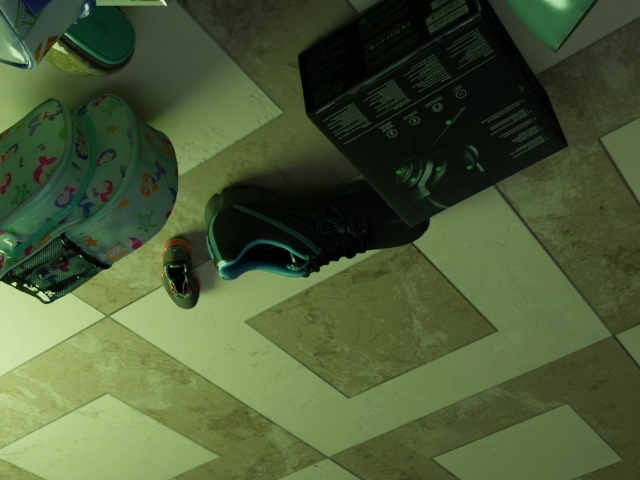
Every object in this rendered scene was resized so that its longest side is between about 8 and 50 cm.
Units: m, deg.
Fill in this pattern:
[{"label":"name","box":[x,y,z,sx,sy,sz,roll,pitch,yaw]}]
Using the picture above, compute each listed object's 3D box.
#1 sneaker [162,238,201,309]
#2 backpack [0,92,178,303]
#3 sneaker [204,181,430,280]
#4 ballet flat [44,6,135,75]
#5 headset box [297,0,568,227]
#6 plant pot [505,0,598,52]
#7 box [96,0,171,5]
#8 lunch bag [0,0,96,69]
[{"label":"sneaker","box":[-0.228,0.069,1.427,0.061,0.065,0.158,-6,137,-1]},{"label":"backpack","box":[-0.315,-0.069,1.153,0.253,0.225,0.191,-26,139,14]},{"label":"sneaker","box":[0.000,0.000,1.328,0.340,0.140,0.125,-4,136,-5]},{"label":"ballet flat","box":[-0.355,-0.305,0.983,0.123,0.123,0.348,-29,131,22]},{"label":"headset box","box":[0.152,-0.176,1.162,0.246,0.131,0.283,-29,133,22]},{"label":"plant pot","box":[0.254,-0.367,0.898,0.195,0.290,0.290,39,129,5]},{"label":"box","box":[-0.235,-0.346,0.820,0.262,0.127,0.231,17,154,47]},{"label":"lunch bag","box":[-0.330,-0.285,0.759,0.243,0.115,0.303,19,152,40]}]
